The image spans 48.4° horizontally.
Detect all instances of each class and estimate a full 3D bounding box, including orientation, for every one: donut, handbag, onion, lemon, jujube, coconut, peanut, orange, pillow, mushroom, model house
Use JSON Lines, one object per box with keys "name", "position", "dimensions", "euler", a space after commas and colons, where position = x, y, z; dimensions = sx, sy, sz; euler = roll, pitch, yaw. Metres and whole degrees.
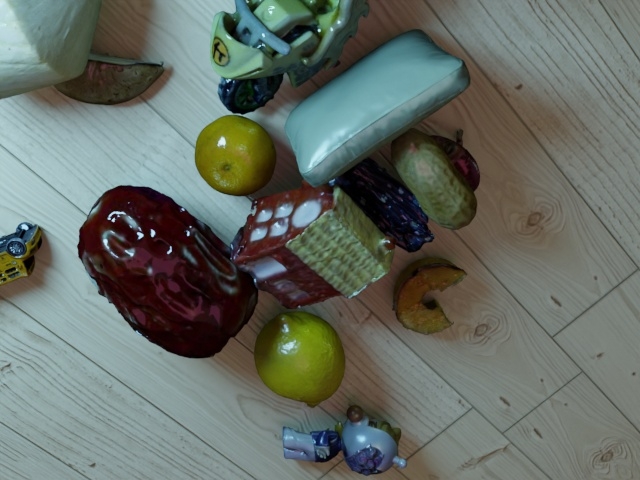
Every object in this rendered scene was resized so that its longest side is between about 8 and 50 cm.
{"name": "donut", "position": [0.223, 0.111, 1.525], "dimensions": [0.146, 0.078, 0.181], "euler": [5, 119, -9]}
{"name": "handbag", "position": [0.109, -0.081, 1.373], "dimensions": [0.260, 0.162, 0.113], "euler": [36, 106, -18]}
{"name": "onion", "position": [0.253, -0.160, 1.395], "dimensions": [0.150, 0.150, 0.140], "euler": [52, 58, -24]}
{"name": "lemon", "position": [-0.041, 0.245, 1.484], "dimensions": [0.187, 0.187, 0.244], "euler": [-22, 117, 2]}
{"name": "jujube", "position": [-0.280, 0.067, 1.333], "dimensions": [0.377, 0.258, 0.258], "euler": [38, 103, -23]}
{"name": "coconut", "position": [-0.476, -0.368, 1.086], "dimensions": [0.329, 0.328, 0.328], "euler": [-3, 114, -7]}
{"name": "peanut", "position": [0.202, -0.109, 1.284], "dimensions": [0.095, 0.108, 0.226], "euler": [-41, 118, 1]}
{"name": "orange", "position": [-0.156, -0.160, 1.322], "dimensions": [0.155, 0.134, 0.154], "euler": [8, 124, 11]}
{"name": "pillow", "position": [0.085, -0.237, 1.247], "dimensions": [0.322, 0.255, 0.119], "euler": [-33, 120, 6]}
{"name": "mushroom", "position": [-0.387, -0.288, 1.255], "dimensions": [0.210, 0.072, 0.094], "euler": [8, 121, -12]}
{"name": "model house", "position": [0.000, 0.000, 1.294], "dimensions": [0.254, 0.160, 0.196], "euler": [-17, 133, 33]}

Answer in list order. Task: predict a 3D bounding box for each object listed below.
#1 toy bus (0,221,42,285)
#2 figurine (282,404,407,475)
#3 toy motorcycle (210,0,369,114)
{"name": "toy bus", "position": [-0.617, 0.040, 1.361], "dimensions": [0.195, 0.083, 0.088], "euler": [-21, 119, 4]}
{"name": "figurine", "position": [0.050, 0.461, 1.625], "dimensions": [0.275, 0.133, 0.193], "euler": [17, 125, -13]}
{"name": "toy motorcycle", "position": [-0.036, -0.381, 1.190], "dimensions": [0.410, 0.237, 0.168], "euler": [-44, 77, 8]}
